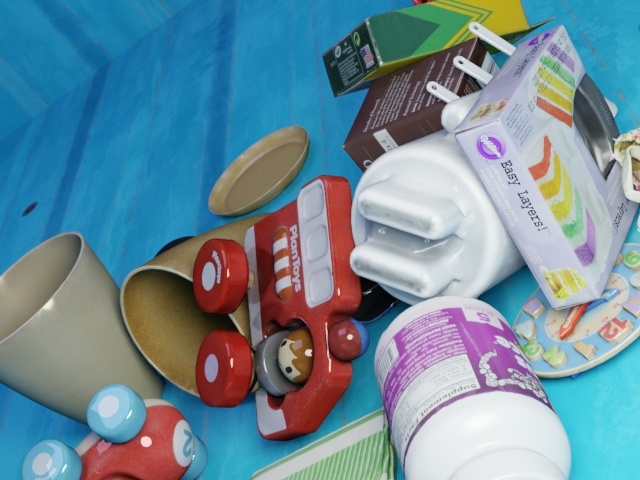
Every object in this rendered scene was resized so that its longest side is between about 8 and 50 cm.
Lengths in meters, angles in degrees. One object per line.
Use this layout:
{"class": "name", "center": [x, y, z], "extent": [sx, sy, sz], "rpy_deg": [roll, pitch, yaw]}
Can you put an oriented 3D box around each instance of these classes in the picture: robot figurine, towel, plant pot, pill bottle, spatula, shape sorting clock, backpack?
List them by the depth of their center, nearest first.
{"class": "pill bottle", "center": [0.160, 0.197, 1.227], "extent": [0.169, 0.169, 0.301], "rpy_deg": [-35, 27, 10]}
{"class": "towel", "center": [-0.013, 0.356, 1.364], "extent": [0.248, 0.038, 0.324], "rpy_deg": [-30, 30, 24]}
{"class": "shape sorting clock", "center": [0.305, 0.076, 1.367], "extent": [0.206, 0.040, 0.206], "rpy_deg": [-31, 28, 18]}
{"class": "robot figurine", "center": [0.174, -0.038, 1.456], "extent": [0.200, 0.299, 0.353], "rpy_deg": [23, 27, 27]}
{"class": "spatula", "center": [0.278, -0.193, 1.633], "extent": [0.168, 0.242, 0.019], "rpy_deg": [-56, -3, -23]}
{"class": "backpack", "center": [0.066, 0.056, 1.653], "extent": [0.114, 0.105, 0.084], "rpy_deg": [-44, 4, -5]}
{"class": "plant pot", "center": [-0.128, 0.072, 1.782], "extent": [0.237, 0.237, 0.254], "rpy_deg": [-13, 22, 43]}
{"class": "plant pot", "center": [-0.378, 0.171, 1.863], "extent": [0.256, 0.274, 0.256], "rpy_deg": [-32, 27, 18]}
{"class": "plant pot", "center": [-0.110, -0.124, 2.242], "extent": [0.236, 0.032, 0.236], "rpy_deg": [-30, 28, 18]}

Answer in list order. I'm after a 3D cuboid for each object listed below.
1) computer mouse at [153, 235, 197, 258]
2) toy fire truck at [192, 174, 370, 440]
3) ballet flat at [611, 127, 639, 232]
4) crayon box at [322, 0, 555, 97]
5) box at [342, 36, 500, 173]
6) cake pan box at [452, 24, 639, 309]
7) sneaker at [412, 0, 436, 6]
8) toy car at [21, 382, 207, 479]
{"class": "computer mouse", "center": [-0.196, 0.083, 2.003], "extent": [0.188, 0.072, 0.272], "rpy_deg": [-43, 38, -9]}
{"class": "toy fire truck", "center": [-0.032, 0.092, 1.511], "extent": [0.254, 0.169, 0.302], "rpy_deg": [-31, 58, 53]}
{"class": "ballet flat", "center": [0.388, -0.040, 1.351], "extent": [0.077, 0.091, 0.241], "rpy_deg": [1, 42, -9]}
{"class": "crayon box", "center": [0.184, -0.322, 1.890], "extent": [0.319, 0.081, 0.202], "rpy_deg": [-17, -2, -21]}
{"class": "box", "center": [0.177, -0.162, 1.761], "extent": [0.203, 0.168, 0.167], "rpy_deg": [-20, 33, 37]}
{"class": "cake pan box", "center": [0.277, -0.091, 1.386], "extent": [0.070, 0.245, 0.267], "rpy_deg": [-17, 22, 37]}
{"class": "sneaker", "center": [0.240, -0.420, 2.137], "extent": [0.107, 0.118, 0.279], "rpy_deg": [-46, 27, -10]}
{"class": "toy car", "center": [-0.223, 0.346, 1.536], "extent": [0.210, 0.219, 0.238], "rpy_deg": [-41, 55, -2]}
